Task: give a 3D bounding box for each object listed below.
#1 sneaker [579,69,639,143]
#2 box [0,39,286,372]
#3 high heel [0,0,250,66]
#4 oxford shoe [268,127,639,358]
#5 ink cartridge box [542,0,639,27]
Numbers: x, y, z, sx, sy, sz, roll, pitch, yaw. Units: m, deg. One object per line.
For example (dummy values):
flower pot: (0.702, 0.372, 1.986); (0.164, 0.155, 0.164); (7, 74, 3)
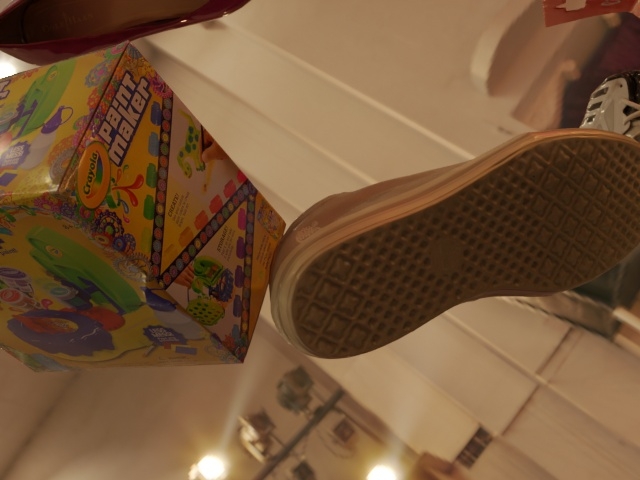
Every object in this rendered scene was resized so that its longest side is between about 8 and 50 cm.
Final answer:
sneaker: (0.573, -0.163, 1.676); (0.169, 0.447, 0.257); (-3, -67, -12)
box: (-0.241, -0.014, 0.932); (0.279, 0.290, 0.177); (50, -136, -41)
high heel: (-0.201, -0.291, 1.079); (0.127, 0.377, 0.181); (64, -154, -7)
oxford shoe: (0.142, -0.012, 0.918); (0.450, 0.130, 0.169); (-18, -73, -22)
ink cartridge box: (0.504, -0.306, 1.286); (0.308, 0.385, 0.091); (-15, -81, -75)
